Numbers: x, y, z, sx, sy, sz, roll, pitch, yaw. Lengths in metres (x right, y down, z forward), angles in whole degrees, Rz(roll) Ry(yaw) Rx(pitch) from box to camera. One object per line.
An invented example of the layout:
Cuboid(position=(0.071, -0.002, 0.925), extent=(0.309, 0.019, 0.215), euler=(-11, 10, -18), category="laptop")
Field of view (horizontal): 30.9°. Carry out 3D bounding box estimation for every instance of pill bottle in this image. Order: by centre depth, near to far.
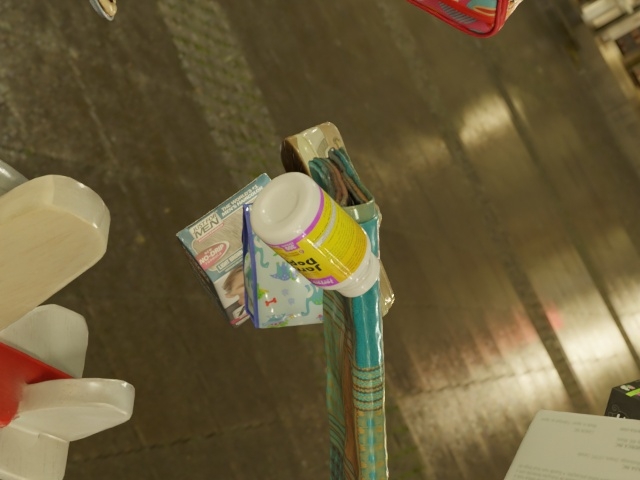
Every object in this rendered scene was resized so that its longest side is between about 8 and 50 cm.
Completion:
Cuboid(position=(0.000, 0.000, 0.650), extent=(0.083, 0.043, 0.043), euler=(42, 27, -44), category="pill bottle")

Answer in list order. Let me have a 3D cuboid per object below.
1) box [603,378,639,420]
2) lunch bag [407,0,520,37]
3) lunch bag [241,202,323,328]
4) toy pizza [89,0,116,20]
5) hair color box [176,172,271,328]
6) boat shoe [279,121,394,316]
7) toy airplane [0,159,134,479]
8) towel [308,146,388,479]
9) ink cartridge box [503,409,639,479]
Cuboid(position=(0.359, 0.190, 1.275), extent=(0.062, 0.052, 0.083), euler=(24, 18, 37), category="box")
Cuboid(position=(0.129, -0.385, 1.427), extent=(0.293, 0.120, 0.258), euler=(32, -25, 19), category="lunch bag")
Cuboid(position=(-0.030, 0.022, 1.416), extent=(0.096, 0.128, 0.151), euler=(-133, -141, -71), category="lunch bag")
Cuboid(position=(-0.257, -0.343, 1.278), extent=(0.201, 0.032, 0.201), euler=(-17, 90, -88), category="toy pizza")
Cuboid(position=(-0.120, 0.028, 1.928), extent=(0.105, 0.174, 0.347), euler=(52, -9, 14), category="hair color box")
Cuboid(position=(0.046, -0.031, 1.732), extent=(0.302, 0.098, 0.109), euler=(64, -23, 1), category="boat shoe")
Cuboid(position=(-0.321, 0.052, 0.813), extent=(0.384, 0.386, 0.272), euler=(95, -18, -73), category="toy airplane")
Cuboid(position=(0.026, 0.117, 1.063), extent=(0.271, 0.040, 0.370), euler=(-109, -165, -75), category="towel")
Cuboid(position=(0.255, 0.346, 1.049), extent=(0.091, 0.308, 0.385), euler=(41, 66, -27), category="ink cartridge box")
